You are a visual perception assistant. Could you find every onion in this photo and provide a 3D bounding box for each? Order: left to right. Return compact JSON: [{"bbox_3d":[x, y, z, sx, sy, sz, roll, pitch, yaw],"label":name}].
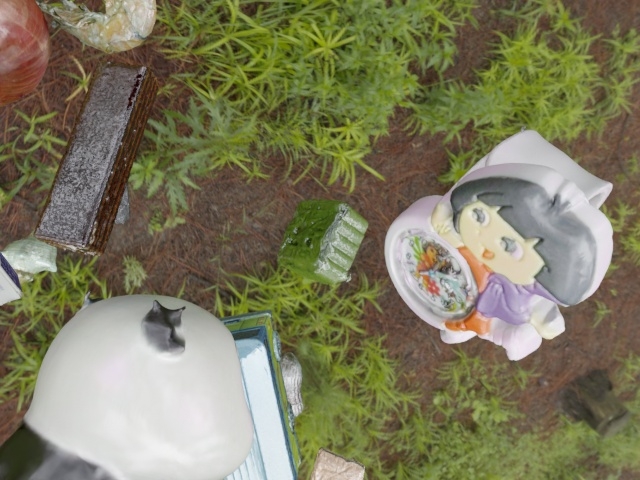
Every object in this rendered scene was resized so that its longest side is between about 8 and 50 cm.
[{"bbox_3d":[-0.770,-0.439,1.065,0.354,0.353,0.353,-10,119,-19],"label":"onion"}]

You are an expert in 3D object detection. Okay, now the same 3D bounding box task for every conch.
[{"bbox_3d":[-0.765,0.049,1.345,0.234,0.114,0.137,-46,119,-24],"label":"conch"}]

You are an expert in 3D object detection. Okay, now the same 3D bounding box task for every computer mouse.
[{"bbox_3d":[-0.511,-0.140,1.226,0.074,0.122,0.217,-11,128,-28],"label":"computer mouse"}]

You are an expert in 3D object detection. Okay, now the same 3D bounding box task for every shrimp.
[{"bbox_3d":[-0.544,-0.581,1.214,0.361,0.085,0.246,11,113,20],"label":"shrimp"}]

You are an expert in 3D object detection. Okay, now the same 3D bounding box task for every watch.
[{"bbox_3d":[0.218,-0.009,0.541,0.231,0.196,0.244,-25,152,-32],"label":"watch"}]

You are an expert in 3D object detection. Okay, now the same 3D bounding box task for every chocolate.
[{"bbox_3d":[-0.112,0.506,1.744,0.110,0.110,0.247,-11,103,-18],"label":"chocolate"}]

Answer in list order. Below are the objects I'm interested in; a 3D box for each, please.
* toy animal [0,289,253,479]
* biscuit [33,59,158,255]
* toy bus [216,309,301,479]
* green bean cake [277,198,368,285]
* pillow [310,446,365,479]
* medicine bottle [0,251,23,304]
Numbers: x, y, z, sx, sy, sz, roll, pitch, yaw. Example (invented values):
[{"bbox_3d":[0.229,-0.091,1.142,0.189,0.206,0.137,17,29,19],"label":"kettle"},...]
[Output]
[{"bbox_3d":[-0.197,0.207,0.506,0.251,0.251,0.309,16,78,-30],"label":"toy animal"},{"bbox_3d":[-0.416,-0.165,0.958,0.108,0.073,0.387,10,74,7],"label":"biscuit"},{"bbox_3d":[-0.130,0.293,0.862,0.152,0.190,0.311,-10,100,2],"label":"toy bus"},{"bbox_3d":[0.000,0.000,1.633,0.156,0.247,0.249,34,75,-37],"label":"green bean cake"},{"bbox_3d":[0.021,0.614,1.192,0.043,0.126,0.232,6,102,-69],"label":"pillow"},{"bbox_3d":[-0.473,0.034,0.583,0.171,0.052,0.201,-21,150,-18],"label":"medicine bottle"}]
